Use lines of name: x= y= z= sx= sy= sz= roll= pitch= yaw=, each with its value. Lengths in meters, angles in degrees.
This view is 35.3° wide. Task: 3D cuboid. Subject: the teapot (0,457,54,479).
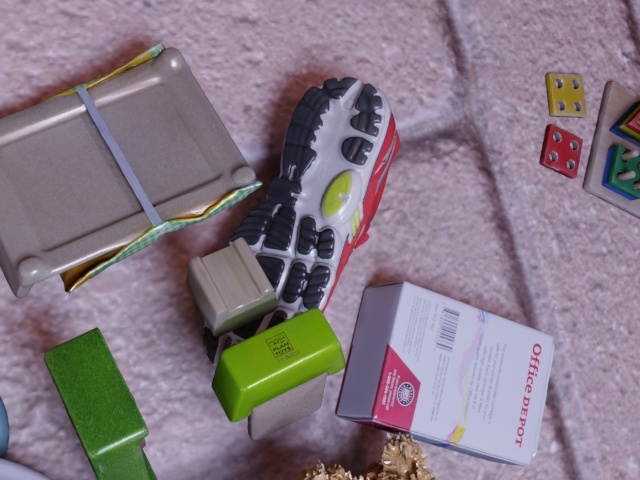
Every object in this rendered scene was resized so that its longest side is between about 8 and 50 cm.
teapot: x=-0.241 y=0.275 z=0.655 sx=0.187 sy=0.256 sz=0.253 roll=-49 pitch=134 yaw=11

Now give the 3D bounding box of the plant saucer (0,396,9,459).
plant saucer: x=-0.289 y=0.145 z=0.741 sx=0.119 sy=0.021 sz=0.119 roll=4 pitch=81 yaw=-27

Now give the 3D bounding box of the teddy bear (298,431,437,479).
teddy bear: x=0.012 y=0.274 z=0.746 sx=0.338 sy=0.113 sz=0.245 roll=8 pitch=81 yaw=-57

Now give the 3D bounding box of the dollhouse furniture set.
dollhouse furniture set: x=-0.136 y=0.026 z=0.787 sx=0.198 sy=0.151 sz=0.301 roll=-24 pitch=65 yaw=-16

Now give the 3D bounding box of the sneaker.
sneaker: x=0.000 y=0.000 z=0.871 sx=0.279 sy=0.107 sz=0.118 roll=-63 pitch=153 yaw=-6

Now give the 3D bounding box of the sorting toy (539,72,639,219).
sorting toy: x=0.356 y=-0.097 z=1.099 sx=0.275 sy=0.046 sz=0.132 roll=24 pitch=72 yaw=-23

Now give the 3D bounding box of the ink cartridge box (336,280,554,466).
ink cartridge box: x=0.117 y=0.126 z=0.927 sx=0.175 sy=0.072 sz=0.127 roll=21 pitch=73 yaw=-24
